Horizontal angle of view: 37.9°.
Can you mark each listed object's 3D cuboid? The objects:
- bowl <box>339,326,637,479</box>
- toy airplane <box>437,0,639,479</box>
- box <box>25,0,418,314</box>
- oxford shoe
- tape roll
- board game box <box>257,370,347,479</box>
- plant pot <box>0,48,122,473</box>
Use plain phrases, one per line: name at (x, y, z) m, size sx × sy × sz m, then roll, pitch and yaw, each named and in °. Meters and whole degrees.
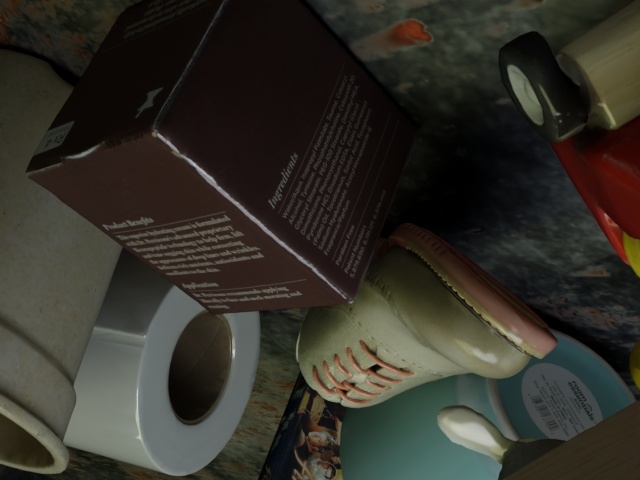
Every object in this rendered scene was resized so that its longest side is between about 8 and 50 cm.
bowl at (0.191, 0.199, 0.890) m, size 0.312 × 0.311 × 0.163 m, roll 27°, pitch 133°, yaw -9°
toy airplane at (0.252, 0.044, 0.428) m, size 0.386 × 0.384 × 0.272 m, roll 0°, pitch 135°, yaw 34°
box at (-0.066, -0.067, 0.699) m, size 0.169 × 0.167 × 0.203 m, roll -7°, pitch 140°, yaw 45°
oxford shoe at (0.066, 0.084, 0.754) m, size 0.140 × 0.146 × 0.397 m, roll 41°, pitch 172°, yaw -3°
tape roll at (-0.201, 0.129, 1.064) m, size 0.169 × 0.246 × 0.246 m, roll 8°, pitch 149°, yaw 27°
board game box at (0.018, 0.275, 1.163) m, size 0.165 × 0.243 × 0.042 m, roll 33°, pitch 150°, yaw -20°
plant pot at (-0.321, 0.003, 0.863) m, size 0.334 × 0.305 × 0.333 m, roll 17°, pitch 152°, yaw 9°
